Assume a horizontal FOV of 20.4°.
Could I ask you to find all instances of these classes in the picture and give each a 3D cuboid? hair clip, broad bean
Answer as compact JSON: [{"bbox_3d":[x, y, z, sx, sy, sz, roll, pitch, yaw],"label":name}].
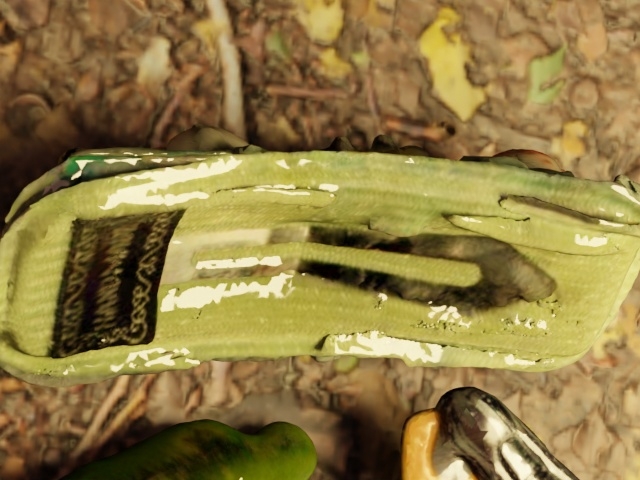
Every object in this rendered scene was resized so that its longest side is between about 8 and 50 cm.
[{"bbox_3d":[-0.001,-0.001,0.856,0.321,0.138,0.091,2,43,-19],"label":"hair clip"},{"bbox_3d":[-0.091,0.175,0.782,0.144,0.049,0.292,25,45,-9],"label":"broad bean"}]

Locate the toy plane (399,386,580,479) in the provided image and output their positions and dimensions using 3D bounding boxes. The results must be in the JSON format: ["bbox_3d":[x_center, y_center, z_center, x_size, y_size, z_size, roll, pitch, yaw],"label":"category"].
[{"bbox_3d":[0.161,0.210,0.905,0.316,0.103,0.204,20,83,-25],"label":"toy plane"}]
